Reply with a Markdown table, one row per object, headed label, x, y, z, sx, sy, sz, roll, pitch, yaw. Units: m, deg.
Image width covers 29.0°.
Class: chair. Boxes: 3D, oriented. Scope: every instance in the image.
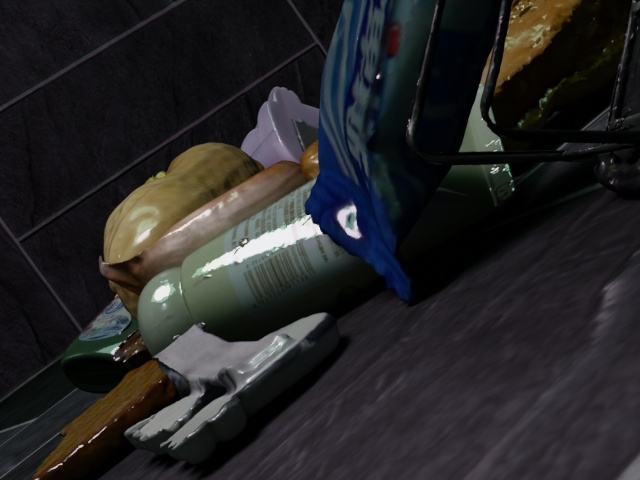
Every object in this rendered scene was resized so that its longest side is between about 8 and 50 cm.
| label | x | y | z | sx | sy | sz | roll | pitch | yaw |
| --- | --- | --- | --- | --- | --- | --- | --- | --- | --- |
| chair | 0.174 | -0.091 | 0.603 | 0.140 | 0.221 | 0.145 | 178 | 104 | -80 |

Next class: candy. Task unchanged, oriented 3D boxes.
| label | x | y | z | sx | sy | sz | roll | pitch | yaw |
| --- | --- | --- | --- | --- | --- | --- | --- | --- | --- |
| candy | 0.063 | -0.143 | 0.758 | 0.187 | 0.077 | 0.331 | 49 | 124 | 61 |

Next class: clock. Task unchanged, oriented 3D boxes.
| label | x | y | z | sx | sy | sz | roll | pitch | yaw |
| --- | --- | --- | --- | --- | --- | --- | --- | --- | --- |
| clock | -0.062 | -0.057 | 1.620 | 0.254 | 0.189 | 0.189 | -41 | 0 | 37 |

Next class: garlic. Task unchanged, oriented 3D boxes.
| label | x | y | z | sx | sy | sz | roll | pitch | yaw |
| --- | --- | --- | --- | --- | --- | --- | --- | --- | --- |
| garlic | -0.063 | 0.000 | 1.030 | 0.206 | 0.128 | 0.115 | -23 | -22 | -34 |

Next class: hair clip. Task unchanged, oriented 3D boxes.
| label | x | y | z | sx | sy | sz | roll | pitch | yaw |
| --- | --- | --- | --- | --- | --- | --- | --- | --- | --- |
| hair clip | -0.058 | 0.084 | 0.781 | 0.140 | 0.054 | 0.220 | -32 | 6 | -20 |

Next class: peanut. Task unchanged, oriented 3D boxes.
| label | x | y | z | sx | sy | sz | roll | pitch | yaw |
| --- | --- | --- | --- | --- | --- | --- | --- | --- | --- |
| peanut | -0.133 | -0.012 | 1.222 | 0.147 | 0.147 | 0.319 | -33 | 16 | 21 |

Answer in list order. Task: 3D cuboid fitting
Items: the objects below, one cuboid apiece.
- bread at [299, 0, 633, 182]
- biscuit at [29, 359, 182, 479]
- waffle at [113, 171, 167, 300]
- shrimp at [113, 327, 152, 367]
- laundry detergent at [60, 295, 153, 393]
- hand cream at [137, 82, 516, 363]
| label | x | y | z | sx | sy | sz | roll | pitch | yaw |
| --- | --- | --- | --- | --- | --- | --- | --- | --- | --- |
| bread | 0.164 | -0.134 | 1.028 | 0.380 | 0.109 | 0.185 | -40 | 27 | -21 |
| biscuit | -0.172 | 0.151 | 0.998 | 0.176 | 0.031 | 0.228 | -32 | 7 | 40 |
| waffle | -0.238 | 0.036 | 1.712 | 0.056 | 0.250 | 0.261 | 9 | 13 | 0 |
| shrimp | -0.096 | 0.060 | 1.253 | 0.251 | 0.052 | 0.143 | -35 | 8 | -11 |
| laundry detergent | -0.192 | 0.082 | 1.399 | 0.137 | 0.063 | 0.211 | -13 | 28 | 42 |
| hand cream | 0.000 | 0.000 | 0.902 | 0.306 | 0.093 | 0.147 | -33 | 33 | 20 |
